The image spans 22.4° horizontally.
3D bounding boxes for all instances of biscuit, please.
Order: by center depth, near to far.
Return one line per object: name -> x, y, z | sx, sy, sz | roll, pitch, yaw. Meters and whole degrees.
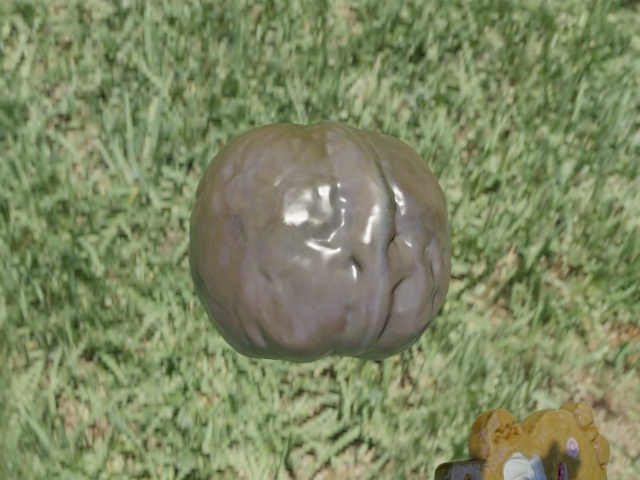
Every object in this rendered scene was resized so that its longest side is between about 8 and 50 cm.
biscuit -> 0.187, 0.231, 1.423 | 0.249, 0.035, 0.184 | -14, 93, -47

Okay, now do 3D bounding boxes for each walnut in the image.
walnut -> 0.000, 0.000, 1.498 | 0.248, 0.248, 0.248 | 2, 63, -4
